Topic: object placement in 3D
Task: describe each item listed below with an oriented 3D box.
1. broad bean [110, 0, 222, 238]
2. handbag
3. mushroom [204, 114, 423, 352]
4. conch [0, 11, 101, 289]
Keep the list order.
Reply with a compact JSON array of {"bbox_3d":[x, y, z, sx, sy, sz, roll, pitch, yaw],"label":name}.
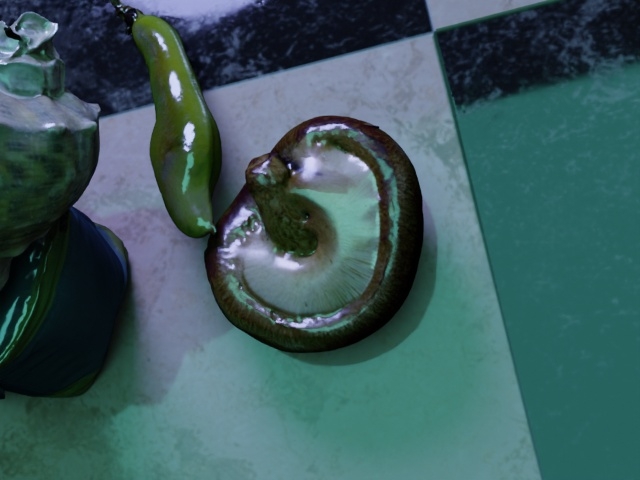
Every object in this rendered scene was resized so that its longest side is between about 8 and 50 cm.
[{"bbox_3d":[-0.148,-0.135,1.236,0.075,0.067,0.325,-19,58,0],"label":"broad bean"},{"bbox_3d":[-0.329,0.034,1.162,0.263,0.241,0.222,17,82,12],"label":"handbag"},{"bbox_3d":[0.003,-0.001,1.178,0.231,0.138,0.194,-44,89,11],"label":"mushroom"},{"bbox_3d":[-0.297,-0.052,0.971,0.210,0.159,0.291,25,85,10],"label":"conch"}]
